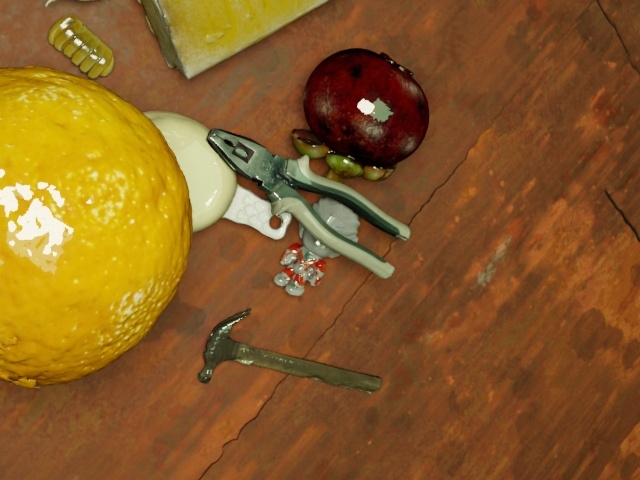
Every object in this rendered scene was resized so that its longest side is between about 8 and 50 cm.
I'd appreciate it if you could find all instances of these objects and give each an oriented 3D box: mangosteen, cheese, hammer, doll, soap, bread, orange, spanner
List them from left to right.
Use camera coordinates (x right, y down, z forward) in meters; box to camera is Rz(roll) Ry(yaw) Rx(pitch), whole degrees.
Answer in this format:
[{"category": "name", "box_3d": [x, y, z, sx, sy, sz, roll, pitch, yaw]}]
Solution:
[{"category": "orange", "box_3d": [-0.297, -0.022, 0.792, 0.293, 0.340, 0.341, -32, 109, -32]}, {"category": "bread", "box_3d": [-0.302, -0.244, 0.919, 0.049, 0.033, 0.088, -46, 112, -5]}, {"category": "cheese", "box_3d": [-0.151, -0.086, 0.982, 0.248, 0.070, 0.164, 2, 96, -23]}, {"category": "soap", "box_3d": [-0.099, -0.348, 0.935, 0.274, 0.089, 0.174, -35, 133, -16]}, {"category": "hammer", "box_3d": [-0.034, 0.190, 1.093, 0.297, 0.027, 0.125, 20, 94, -24]}, {"category": "spanner", "box_3d": [-0.016, -0.056, 0.989, 0.324, 0.040, 0.096, 32, 73, -20]}, {"category": "doll", "box_3d": [0.000, 0.000, 1.062, 0.094, 0.079, 0.180, 34, 88, 11]}, {"category": "mangosteen", "box_3d": [0.053, -0.165, 1.014, 0.199, 0.200, 0.200, -3, 98, -23]}]

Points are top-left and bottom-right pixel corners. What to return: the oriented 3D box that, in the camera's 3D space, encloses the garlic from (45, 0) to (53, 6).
[{"category": "garlic", "box_3d": [-0.277, -0.348, 0.904, 0.084, 0.066, 0.152, 13, 88, 3]}]
